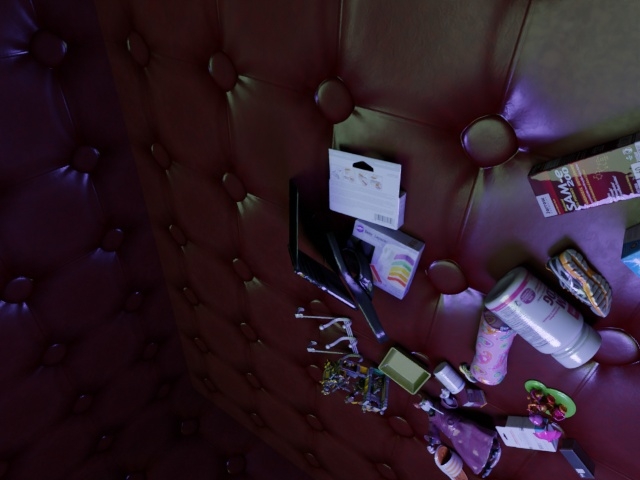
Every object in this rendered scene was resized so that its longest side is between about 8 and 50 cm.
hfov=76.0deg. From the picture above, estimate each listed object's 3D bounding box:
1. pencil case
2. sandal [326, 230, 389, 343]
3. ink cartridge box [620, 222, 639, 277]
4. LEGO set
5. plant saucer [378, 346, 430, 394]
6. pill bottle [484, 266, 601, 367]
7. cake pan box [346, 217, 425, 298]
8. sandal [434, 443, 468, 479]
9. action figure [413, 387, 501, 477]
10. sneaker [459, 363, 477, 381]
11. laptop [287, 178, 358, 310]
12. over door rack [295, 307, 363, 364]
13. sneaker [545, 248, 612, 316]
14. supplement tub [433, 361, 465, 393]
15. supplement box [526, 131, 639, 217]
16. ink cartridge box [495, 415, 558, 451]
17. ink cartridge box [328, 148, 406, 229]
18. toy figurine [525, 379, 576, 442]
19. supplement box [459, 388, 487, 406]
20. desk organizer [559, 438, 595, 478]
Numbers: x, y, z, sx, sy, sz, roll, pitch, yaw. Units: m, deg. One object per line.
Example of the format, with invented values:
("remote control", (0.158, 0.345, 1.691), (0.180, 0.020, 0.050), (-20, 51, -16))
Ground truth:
("pencil case", (0.581, 0.353, 1.370), (0.124, 0.124, 0.284), (19, 128, 30))
("sandal", (0.153, 0.153, 1.483), (0.445, 0.107, 0.167), (62, -178, -4))
("ink cartridge box", (0.794, -0.013, 0.903), (0.086, 0.148, 0.203), (47, 138, 5))
("LEGO set", (0.153, 0.686, 1.842), (0.332, 0.192, 0.255), (27, 134, -13))
("plant saucer", (0.361, 0.545, 1.747), (0.188, 0.045, 0.188), (35, 136, 17))
("pill bottle", (0.643, 0.223, 1.192), (0.283, 0.160, 0.160), (41, 137, 9))
("cake pan box", (0.223, 0.056, 1.497), (0.267, 0.070, 0.245), (30, 132, 21))
("sandal", (0.614, 1.022, 1.848), (0.076, 0.102, 0.265), (-25, 110, 46))
("action figure", (0.557, 0.749, 1.677), (0.370, 0.276, 0.248), (33, 99, 39))
("sneaker", (0.567, 0.503, 1.553), (0.083, 0.031, 0.035), (42, 137, 8))
("laptop", (0.000, 0.000, 1.496), (0.408, 0.382, 0.236), (34, 96, -14))
("over door rack", (0.024, 0.461, 1.925), (0.324, 0.108, 0.239), (3, 120, 39))
("sneaker", (0.714, 0.119, 1.128), (0.214, 0.084, 0.083), (54, 151, 1))
("supplement tub", (0.504, 0.537, 1.602), (0.107, 0.071, 0.071), (48, 138, 3))
("supplement box", (0.648, -0.150, 0.985), (0.240, 0.073, 0.130), (-18, 107, 47))
("ink cartridge box", (0.762, 0.711, 1.517), (0.180, 0.060, 0.104), (-19, 106, 46))
("ink cartridge box", (0.154, -0.183, 1.387), (0.275, 0.060, 0.238), (20, 129, 29))
("toy figurine", (0.746, 0.581, 1.365), (0.173, 0.159, 0.130), (41, 137, 10))
("supplement box", (0.584, 0.603, 1.566), (0.083, 0.054, 0.043), (10, 136, -12))
("desk organizer", (0.908, 0.768, 1.443), (0.130, 0.050, 0.047), (52, 138, -2))
